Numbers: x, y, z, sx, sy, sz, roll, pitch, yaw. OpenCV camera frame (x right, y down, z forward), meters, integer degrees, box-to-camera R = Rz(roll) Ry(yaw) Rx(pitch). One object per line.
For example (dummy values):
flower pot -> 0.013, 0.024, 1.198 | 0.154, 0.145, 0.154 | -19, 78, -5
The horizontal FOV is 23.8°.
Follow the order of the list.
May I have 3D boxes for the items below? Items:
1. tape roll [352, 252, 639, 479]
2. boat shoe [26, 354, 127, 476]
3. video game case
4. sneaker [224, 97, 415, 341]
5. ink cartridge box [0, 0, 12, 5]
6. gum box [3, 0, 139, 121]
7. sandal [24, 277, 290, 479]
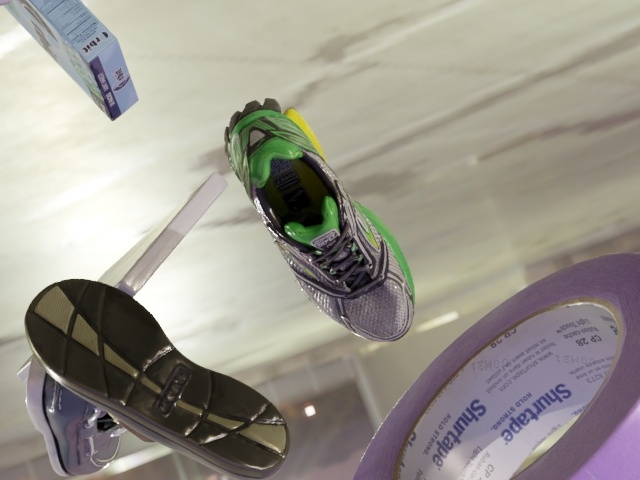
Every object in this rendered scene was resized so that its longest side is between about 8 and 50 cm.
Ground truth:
tape roll -> 0.146, 0.134, 0.998 | 0.275, 0.090, 0.275 | -39, -164, 13
boat shoe -> -0.251, 0.198, 1.715 | 0.099, 0.116, 0.319 | 6, 156, 5
video game case -> -0.230, 0.047, 1.746 | 0.285, 0.025, 0.204 | -37, -167, 48
sneaker -> 0.000, 0.000, 1.806 | 0.134, 0.343, 0.146 | -35, -155, 8
ink cartridge box -> -0.278, -0.225, 0.923 | 0.127, 0.176, 0.128 | -20, 146, -25
gum box -> -0.266, -0.221, 1.533 | 0.041, 0.184, 0.157 | -41, 166, -11
sandal -> -0.172, 0.153, 1.520 | 0.120, 0.303, 0.086 | -51, 174, -37
